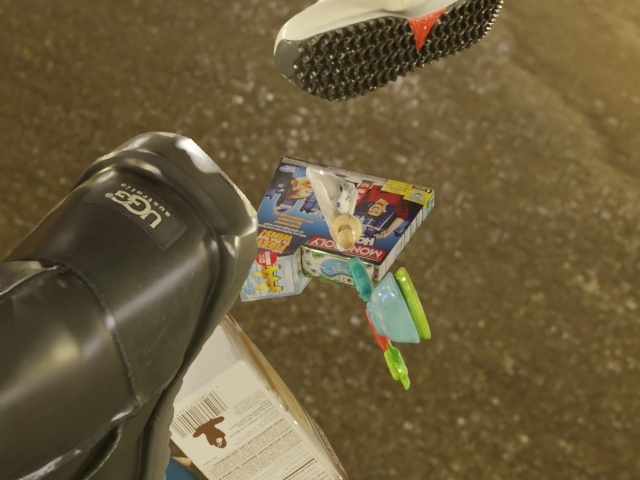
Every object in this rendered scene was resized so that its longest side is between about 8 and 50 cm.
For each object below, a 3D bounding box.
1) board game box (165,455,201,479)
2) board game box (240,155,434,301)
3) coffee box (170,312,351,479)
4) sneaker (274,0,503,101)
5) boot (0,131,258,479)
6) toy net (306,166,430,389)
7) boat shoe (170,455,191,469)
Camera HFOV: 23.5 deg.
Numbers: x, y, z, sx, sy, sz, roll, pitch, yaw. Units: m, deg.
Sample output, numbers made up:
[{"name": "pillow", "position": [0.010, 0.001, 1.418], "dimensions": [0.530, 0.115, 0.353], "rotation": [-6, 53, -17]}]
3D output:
[{"name": "board game box", "position": [-0.175, 0.215, 1.346], "dimensions": [0.133, 0.033, 0.168], "rotation": [28, 11, 12]}, {"name": "board game box", "position": [0.000, 0.000, 1.688], "dimensions": [0.194, 0.060, 0.194], "rotation": [14, 43, 25]}, {"name": "coffee box", "position": [-0.073, 0.167, 1.428], "dimensions": [0.246, 0.098, 0.141], "rotation": [55, 1, -40]}, {"name": "sneaker", "position": [0.026, -0.129, 0.842], "dimensions": [0.161, 0.057, 0.075], "rotation": [-24, 57, -35]}, {"name": "boot", "position": [-0.233, 0.165, 0.766], "dimensions": [0.146, 0.367, 0.445], "rotation": [32, 36, 10]}, {"name": "toy net", "position": [0.045, 0.020, 1.422], "dimensions": [0.045, 0.122, 0.232], "rotation": [-23, 51, -1]}, {"name": "boat shoe", "position": [-0.237, 0.263, 1.623], "dimensions": [0.207, 0.073, 0.073], "rotation": [-1, -13, -14]}]
